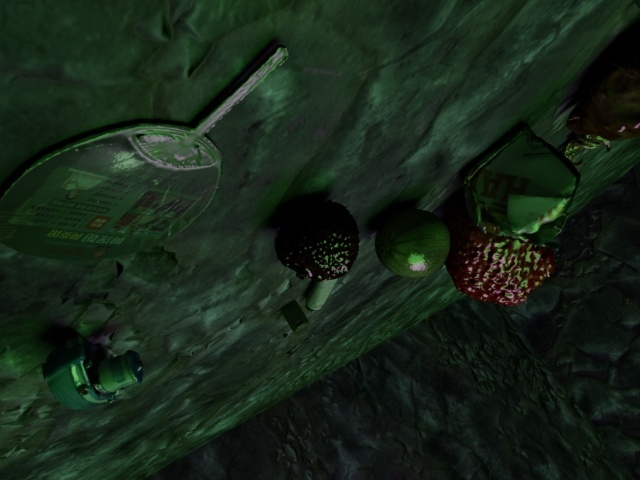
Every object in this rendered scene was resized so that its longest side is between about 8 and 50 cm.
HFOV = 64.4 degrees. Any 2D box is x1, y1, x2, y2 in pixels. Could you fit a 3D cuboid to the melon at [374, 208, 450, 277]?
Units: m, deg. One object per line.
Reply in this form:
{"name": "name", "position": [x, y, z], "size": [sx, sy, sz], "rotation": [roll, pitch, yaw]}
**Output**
{"name": "melon", "position": [0.188, 0.005, 1.017], "size": [0.192, 0.139, 0.139], "rotation": [-6, 147, -49]}

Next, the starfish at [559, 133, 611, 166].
{"name": "starfish", "position": [0.693, -0.244, 1.321], "size": [0.146, 0.074, 0.190], "rotation": [-28, 161, -11]}

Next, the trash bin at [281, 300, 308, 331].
{"name": "trash bin", "position": [-0.058, 0.186, 1.184], "size": [0.043, 0.061, 0.092], "rotation": [-30, 163, -11]}

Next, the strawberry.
{"name": "strawberry", "position": [0.440, 0.019, 1.228], "size": [0.292, 0.292, 0.343], "rotation": [-34, 167, 3]}

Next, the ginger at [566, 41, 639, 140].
{"name": "ginger", "position": [0.624, -0.315, 0.940], "size": [0.357, 0.152, 0.274], "rotation": [-44, 178, 31]}

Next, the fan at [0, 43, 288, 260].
{"name": "fan", "position": [-0.154, -0.056, 0.506], "size": [0.294, 0.012, 0.223], "rotation": [-29, 161, -10]}

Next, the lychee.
{"name": "lychee", "position": [-0.001, 0.001, 0.740], "size": [0.123, 0.123, 0.129], "rotation": [-50, -168, 40]}

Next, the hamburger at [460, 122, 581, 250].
{"name": "hamburger", "position": [0.405, -0.088, 1.010], "size": [0.214, 0.235, 0.125], "rotation": [-49, 166, 28]}

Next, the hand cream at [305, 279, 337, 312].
{"name": "hand cream", "position": [0.006, 0.096, 1.111], "size": [0.067, 0.042, 0.194], "rotation": [-13, 148, -29]}

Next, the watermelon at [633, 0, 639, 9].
{"name": "watermelon", "position": [0.488, -0.394, 0.592], "size": [0.256, 0.140, 0.193], "rotation": [-32, 171, -27]}

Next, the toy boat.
{"name": "toy boat", "position": [-0.302, 0.174, 0.706], "size": [0.102, 0.088, 0.215], "rotation": [-19, 161, -11]}
